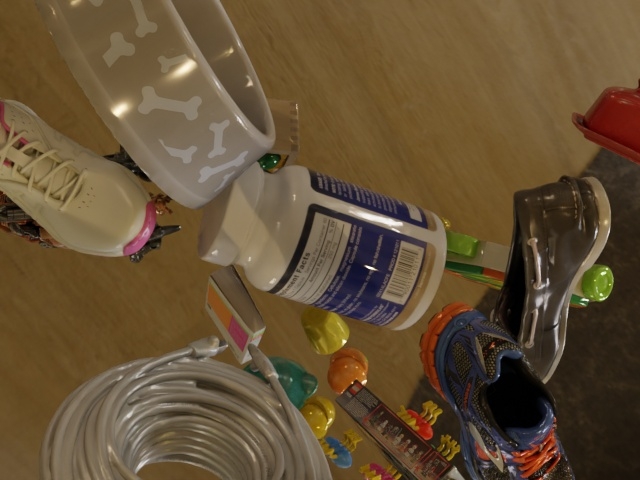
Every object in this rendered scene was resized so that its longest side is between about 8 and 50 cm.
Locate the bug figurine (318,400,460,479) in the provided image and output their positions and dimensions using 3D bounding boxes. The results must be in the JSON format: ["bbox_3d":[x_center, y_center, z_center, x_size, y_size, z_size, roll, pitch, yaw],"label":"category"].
[{"bbox_3d":[0.138,0.415,1.840,0.278,0.216,0.072,-13,117,-25],"label":"bug figurine"}]

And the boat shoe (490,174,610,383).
[{"bbox_3d":[0.235,0.054,1.066,0.095,0.112,0.335,-2,138,-6],"label":"boat shoe"}]

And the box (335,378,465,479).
[{"bbox_3d":[0.074,0.171,0.714,0.027,0.137,0.094,-42,123,-9],"label":"box"}]

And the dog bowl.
[{"bbox_3d":[-0.159,-0.206,0.933,0.102,0.349,0.349,-28,114,9],"label":"dog bowl"}]

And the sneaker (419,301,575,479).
[{"bbox_3d":[0.156,0.154,0.762,0.083,0.087,0.221,-40,115,-14],"label":"sneaker"}]

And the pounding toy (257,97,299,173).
[{"bbox_3d":[-0.142,-0.121,1.356,0.181,0.206,0.094,3,67,-14],"label":"pounding toy"}]

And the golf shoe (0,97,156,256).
[{"bbox_3d":[-0.318,-0.078,1.034,0.306,0.140,0.115,29,87,24],"label":"golf shoe"}]

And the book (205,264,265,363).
[{"bbox_3d":[-0.114,0.101,1.230,0.035,0.144,0.096,-28,76,-21],"label":"book"}]

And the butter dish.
[{"bbox_3d":[0.480,-0.193,1.434,0.159,0.160,0.118,28,109,8],"label":"butter dish"}]

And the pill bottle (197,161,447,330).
[{"bbox_3d":[0.000,0.000,1.088,0.264,0.153,0.153,19,106,-18],"label":"pill bottle"}]

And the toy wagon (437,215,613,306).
[{"bbox_3d":[0.273,0.034,1.458,0.344,0.267,0.068,17,85,-37],"label":"toy wagon"}]

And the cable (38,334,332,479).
[{"bbox_3d":[-0.115,0.207,0.808,0.257,0.257,0.089,-6,132,-37],"label":"cable"}]

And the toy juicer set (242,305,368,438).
[{"bbox_3d":[-0.065,0.252,1.412,0.329,0.209,0.089,-35,131,-7],"label":"toy juicer set"}]

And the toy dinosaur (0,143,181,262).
[{"bbox_3d":[-0.305,-0.034,1.192,0.218,0.321,0.164,-8,118,-50],"label":"toy dinosaur"}]
